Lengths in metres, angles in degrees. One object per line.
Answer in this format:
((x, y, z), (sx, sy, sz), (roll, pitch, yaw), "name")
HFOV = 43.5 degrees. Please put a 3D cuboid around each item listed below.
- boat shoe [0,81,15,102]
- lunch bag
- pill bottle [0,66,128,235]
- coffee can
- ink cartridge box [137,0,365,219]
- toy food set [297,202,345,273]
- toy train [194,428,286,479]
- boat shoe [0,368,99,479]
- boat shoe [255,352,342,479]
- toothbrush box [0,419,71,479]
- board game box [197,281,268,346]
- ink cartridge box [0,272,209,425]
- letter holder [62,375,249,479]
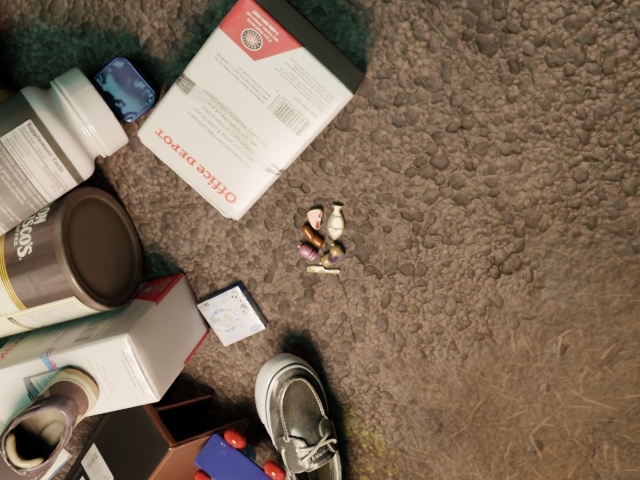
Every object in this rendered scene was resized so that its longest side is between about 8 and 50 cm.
((-0.524, -0.194, 1.279), (0.119, 0.123, 0.324), (-2, 119, -19), "boat shoe")
((-0.295, -0.232, 1.216), (0.067, 0.065, 0.098), (-38, 102, 3), "lunch bag")
((-0.442, -0.126, 1.189), (0.283, 0.161, 0.161), (-36, 104, -11), "pill bottle")
((-0.463, 0.044, 1.313), (0.275, 0.201, 0.202), (-15, 110, 21), "coffee can")
((-0.101, -0.195, 1.157), (0.197, 0.114, 0.273), (42, 117, -8), "ink cartridge box")
((0.000, 0.000, 1.275), (0.077, 0.019, 0.122), (3, 115, 13), "toy food set")
((-0.090, 0.430, 1.380), (0.248, 0.143, 0.105), (35, 84, 15), "toy train")
((-0.447, 0.312, 1.238), (0.103, 0.092, 0.285), (43, 115, -4), "boat shoe")
((-0.015, 0.342, 1.366), (0.121, 0.119, 0.335), (-27, 122, -19), "boat shoe")
((-0.600, 0.367, 1.466), (0.216, 0.126, 0.295), (47, 150, -9), "toothbrush box")
((-0.150, 0.127, 1.373), (0.090, 0.020, 0.090), (-25, 105, 23), "board game box")
((-0.373, 0.185, 1.343), (0.306, 0.226, 0.131), (-16, 109, 22), "ink cartridge box")
((-0.297, 0.388, 1.477), (0.152, 0.214, 0.302), (50, 120, 25), "letter holder")
